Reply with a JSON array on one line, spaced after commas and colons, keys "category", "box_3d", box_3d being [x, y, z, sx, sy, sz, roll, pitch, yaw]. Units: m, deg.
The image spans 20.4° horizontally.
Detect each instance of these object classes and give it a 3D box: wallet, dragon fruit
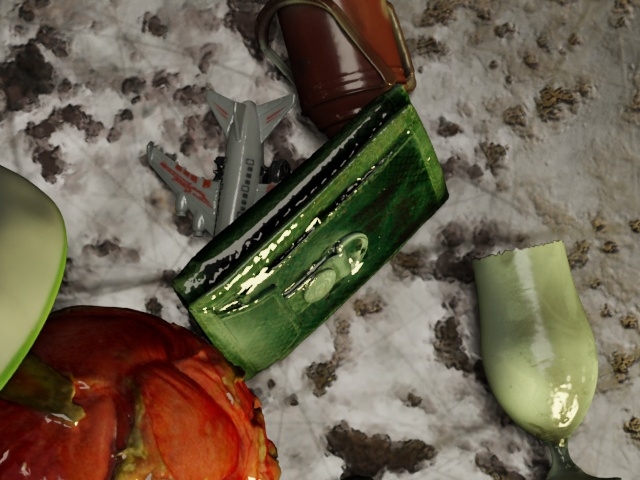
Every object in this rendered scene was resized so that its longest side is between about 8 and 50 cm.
[{"category": "wallet", "box_3d": [0.002, 0.002, 1.390, 0.236, 0.160, 0.055, -40, 58, -7]}, {"category": "dragon fruit", "box_3d": [-0.182, 0.189, 1.287, 0.343, 0.277, 0.277, -12, 83, -44]}]

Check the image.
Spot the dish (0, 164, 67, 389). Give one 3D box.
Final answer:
[{"category": "dish", "box_3d": [-0.347, 0.039, 1.260, 0.324, 0.324, 0.124, -44, 124, -8]}]

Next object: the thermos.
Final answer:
[{"category": "thermos", "box_3d": [0.018, -0.167, 1.441, 0.124, 0.099, 0.232, -12, 84, -39]}]

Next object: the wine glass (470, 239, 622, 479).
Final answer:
[{"category": "wine glass", "box_3d": [0.177, 0.103, 1.421, 0.093, 0.093, 0.202, -9, 84, -6]}]

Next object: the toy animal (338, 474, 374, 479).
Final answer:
[{"category": "toy animal", "box_3d": [-0.004, 0.274, 1.365, 0.094, 0.121, 0.225, 31, 77, -1]}]

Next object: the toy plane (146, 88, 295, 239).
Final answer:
[{"category": "toy plane", "box_3d": [-0.064, -0.035, 1.423, 0.162, 0.065, 0.171, 4, 93, 20]}]
